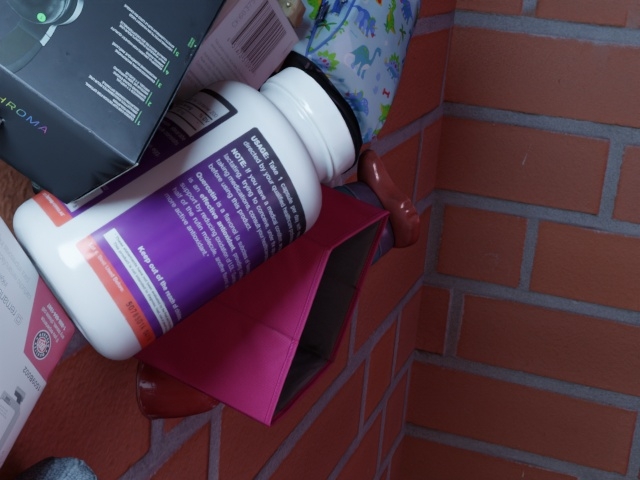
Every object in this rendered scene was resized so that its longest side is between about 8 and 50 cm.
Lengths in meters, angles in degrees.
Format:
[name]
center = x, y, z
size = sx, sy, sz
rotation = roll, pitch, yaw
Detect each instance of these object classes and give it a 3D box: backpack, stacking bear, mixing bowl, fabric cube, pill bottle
[backpack]
center = 0.021, -0.329, 1.551
size = 0.290, 0.273, 0.356
rotation = 51, 36, -45
[stacking bear]
center = 0.000, 0.000, 1.598
size = 0.289, 0.175, 0.164
rotation = -26, 151, -12
[mixing bowl]
center = -0.185, 0.186, 1.405
size = 0.181, 0.098, 0.182
rotation = 10, 90, -73
[fabric cube]
center = -0.096, 0.046, 1.253
size = 0.254, 0.258, 0.259
rotation = -33, 144, -67
[pill bottle]
center = -0.127, -0.037, 0.950
size = 0.323, 0.181, 0.181
rotation = -35, 145, -16

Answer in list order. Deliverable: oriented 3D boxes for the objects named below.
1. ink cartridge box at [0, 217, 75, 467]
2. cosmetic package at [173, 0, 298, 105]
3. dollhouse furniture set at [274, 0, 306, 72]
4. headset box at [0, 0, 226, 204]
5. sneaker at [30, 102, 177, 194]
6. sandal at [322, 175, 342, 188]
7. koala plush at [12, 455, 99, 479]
[ink cartridge box]
center = -0.353, 0.134, 0.814
size = 0.207, 0.117, 0.283
rotation = 77, 28, -53
[cosmetic package]
center = -0.153, -0.244, 1.041
size = 0.151, 0.183, 0.151
rotation = -50, 159, -3
[dollhouse furniture set]
center = -0.102, -0.347, 1.321
size = 0.151, 0.144, 0.123
rotation = -61, 155, -8
[headset box]
center = -0.227, -0.205, 0.788
size = 0.246, 0.131, 0.283
rotation = 37, 56, -26
[sneaker]
center = -0.242, -0.104, 1.065
size = 0.276, 0.097, 0.135
rotation = -36, 142, -72
[sandal]
center = -0.034, -0.066, 1.734
size = 0.169, 0.102, 0.416
rotation = -35, 122, -46
[koala plush]
center = -0.305, 0.372, 1.022
size = 0.221, 0.196, 0.203
rotation = -54, 138, -53
